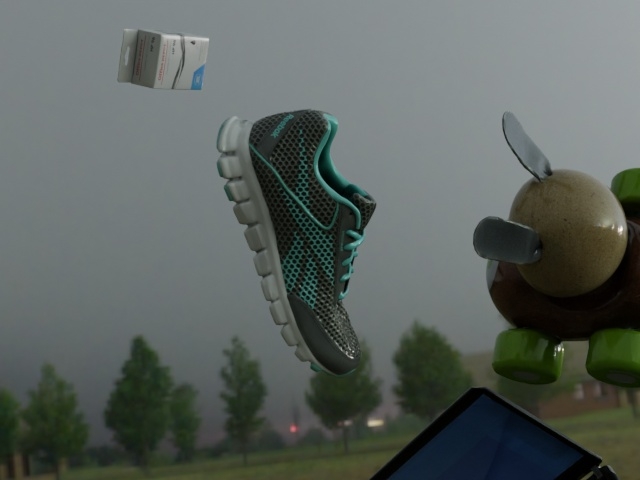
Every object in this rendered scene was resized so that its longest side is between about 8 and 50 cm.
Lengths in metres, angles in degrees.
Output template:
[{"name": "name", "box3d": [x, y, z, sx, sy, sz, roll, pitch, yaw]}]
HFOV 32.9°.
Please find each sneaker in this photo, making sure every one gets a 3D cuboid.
[{"name": "sneaker", "box3d": [0.000, 0.000, 0.626, 0.076, 0.167, 0.065, -17, 14, 15]}]

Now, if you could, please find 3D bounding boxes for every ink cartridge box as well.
[{"name": "ink cartridge box", "box3d": [-0.136, -0.157, 0.942, 0.028, 0.048, 0.083, 18, 16, 30]}]

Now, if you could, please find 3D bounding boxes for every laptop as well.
[{"name": "laptop", "box3d": [0.171, 0.303, 0.987, 0.136, 0.264, 0.234, 6, -46, -48]}]

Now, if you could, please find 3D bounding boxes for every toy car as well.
[{"name": "toy car", "box3d": [0.157, -0.001, 0.756, 0.148, 0.155, 0.188, -4, -27, 38]}]
